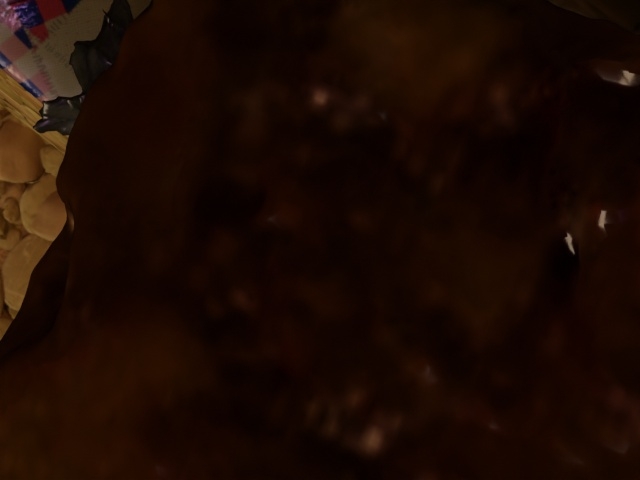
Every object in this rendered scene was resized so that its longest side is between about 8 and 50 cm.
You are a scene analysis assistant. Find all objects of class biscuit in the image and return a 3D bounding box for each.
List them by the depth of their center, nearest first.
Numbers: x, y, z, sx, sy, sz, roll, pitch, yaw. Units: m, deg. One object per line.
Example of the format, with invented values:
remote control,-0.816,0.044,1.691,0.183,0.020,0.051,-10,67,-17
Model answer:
biscuit,0.060,0.080,0.686,0.395,0.343,0.166,26,-173,35

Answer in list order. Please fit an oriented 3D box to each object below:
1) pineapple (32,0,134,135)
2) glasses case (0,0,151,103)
pineapple,0.000,0.000,1.086,0.362,0.202,0.202,38,172,-2
glasses case,-0.187,-0.180,1.141,0.327,0.125,0.076,42,176,-28
